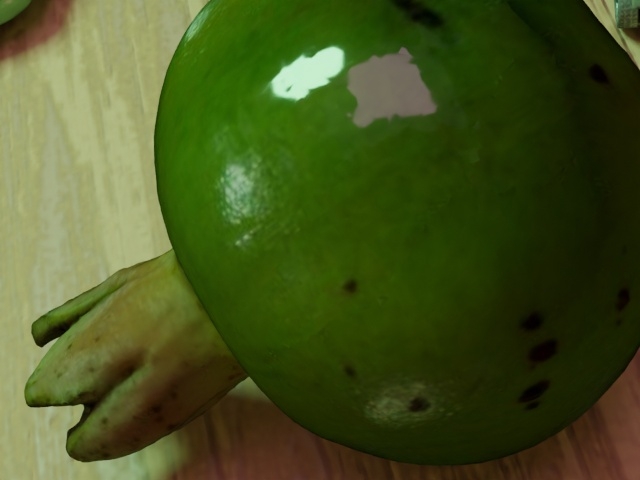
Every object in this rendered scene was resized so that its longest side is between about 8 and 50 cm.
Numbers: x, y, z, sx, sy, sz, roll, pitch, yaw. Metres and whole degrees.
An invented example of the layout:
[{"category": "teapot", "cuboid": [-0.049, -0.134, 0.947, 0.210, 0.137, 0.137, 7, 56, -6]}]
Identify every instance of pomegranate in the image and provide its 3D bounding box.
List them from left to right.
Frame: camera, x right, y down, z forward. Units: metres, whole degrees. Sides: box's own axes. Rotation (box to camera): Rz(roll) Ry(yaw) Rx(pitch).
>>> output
[{"category": "pomegranate", "cuboid": [0.000, 0.000, 0.504, 0.301, 0.236, 0.236, -26, 54, 10]}]

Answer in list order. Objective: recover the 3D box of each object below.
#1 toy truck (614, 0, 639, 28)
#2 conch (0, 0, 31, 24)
[{"category": "toy truck", "cuboid": [0.209, -0.213, 0.649, 0.098, 0.114, 0.227, -3, 56, 11]}, {"category": "conch", "cuboid": [-0.255, -0.162, 0.751, 0.170, 0.079, 0.106, -36, 41, -4]}]
